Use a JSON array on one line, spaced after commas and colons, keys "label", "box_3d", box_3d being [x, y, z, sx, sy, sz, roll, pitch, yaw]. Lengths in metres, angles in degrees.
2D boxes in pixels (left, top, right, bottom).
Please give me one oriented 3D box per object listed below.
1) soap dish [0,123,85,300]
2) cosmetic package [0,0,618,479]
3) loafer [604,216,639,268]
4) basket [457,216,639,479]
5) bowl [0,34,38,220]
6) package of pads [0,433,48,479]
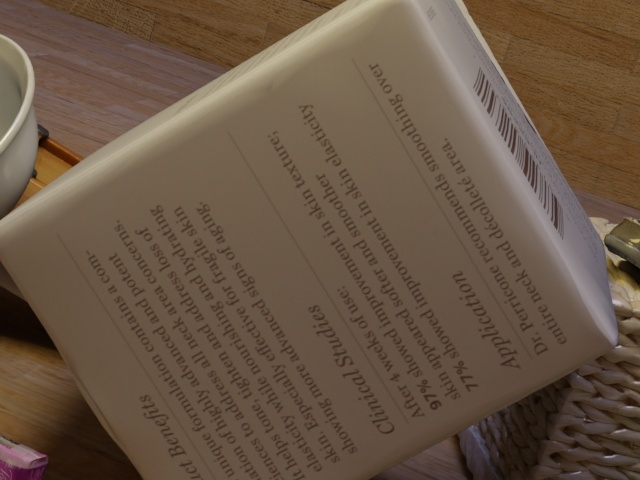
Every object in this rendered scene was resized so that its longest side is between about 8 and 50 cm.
[{"label": "soap dish", "box_3d": [-0.243, 0.003, 1.684, 0.291, 0.118, 0.229, 32, 13, -12]}, {"label": "cosmetic package", "box_3d": [0.000, 0.000, 1.362, 0.329, 0.394, 0.327, 59, 14, -9]}, {"label": "loafer", "box_3d": [0.375, -0.006, 1.537, 0.251, 0.087, 0.094, 3, 21, -39]}, {"label": "basket", "box_3d": [0.336, 0.158, 1.595, 0.328, 0.266, 0.331, 14, 17, -10]}, {"label": "bowl", "box_3d": [-0.381, -0.058, 1.481, 0.298, 0.134, 0.298, -13, 41, 11]}, {"label": "package of pads", "box_3d": [-0.267, 0.184, 1.296, 0.083, 0.050, 0.032, 22, 11, 20]}]
